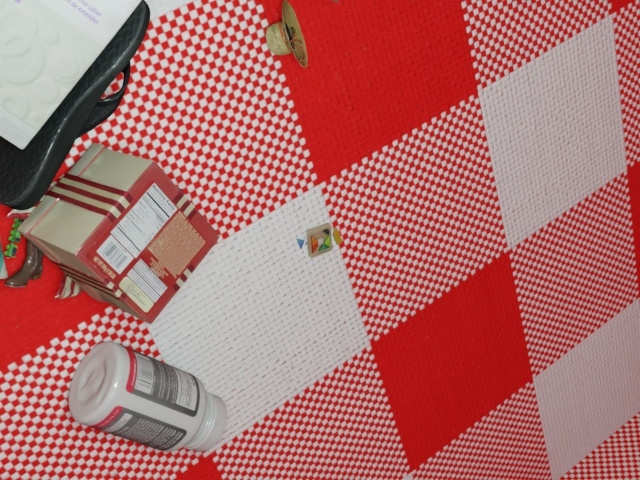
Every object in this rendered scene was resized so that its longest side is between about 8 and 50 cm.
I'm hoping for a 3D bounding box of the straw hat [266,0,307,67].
[{"bbox_3d":[-0.079,-0.417,1.751,0.061,0.144,0.144,-13,125,16],"label":"straw hat"}]

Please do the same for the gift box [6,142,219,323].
[{"bbox_3d":[-0.398,-0.010,1.576,0.276,0.258,0.255,-49,130,-21],"label":"gift box"}]

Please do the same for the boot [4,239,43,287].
[{"bbox_3d":[-0.555,0.025,1.604,0.106,0.037,0.114,-47,153,-72],"label":"boot"}]

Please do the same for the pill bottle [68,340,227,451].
[{"bbox_3d":[-0.357,0.347,1.808,0.318,0.176,0.176,32,89,-39],"label":"pill bottle"}]

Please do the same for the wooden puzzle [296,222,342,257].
[{"bbox_3d":[0.000,0.000,2.014,0.116,0.014,0.079,-27,122,-23],"label":"wooden puzzle"}]

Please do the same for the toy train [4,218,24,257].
[{"bbox_3d":[-0.573,-0.007,1.592,0.017,0.023,0.083,28,66,-47],"label":"toy train"}]

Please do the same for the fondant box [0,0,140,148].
[{"bbox_3d":[-0.488,-0.351,1.375,0.238,0.096,0.330,36,100,-29],"label":"fondant box"}]

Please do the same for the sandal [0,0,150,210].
[{"bbox_3d":[-0.448,-0.254,1.534,0.446,0.167,0.107,-54,154,6],"label":"sandal"}]

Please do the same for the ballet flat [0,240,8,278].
[{"bbox_3d":[-0.635,0.080,1.580,0.087,0.083,0.247,12,103,-62],"label":"ballet flat"}]
